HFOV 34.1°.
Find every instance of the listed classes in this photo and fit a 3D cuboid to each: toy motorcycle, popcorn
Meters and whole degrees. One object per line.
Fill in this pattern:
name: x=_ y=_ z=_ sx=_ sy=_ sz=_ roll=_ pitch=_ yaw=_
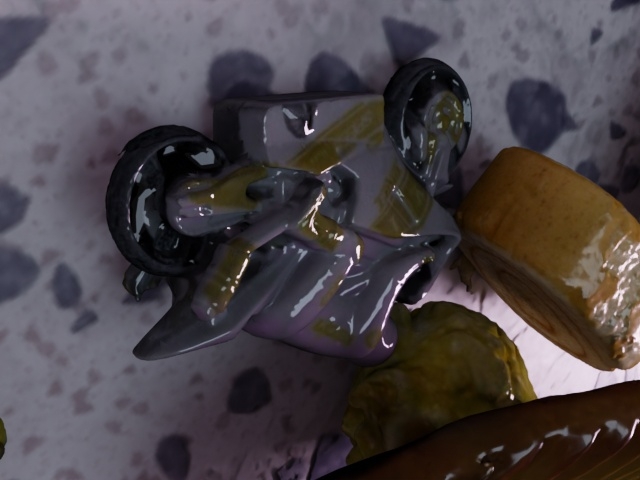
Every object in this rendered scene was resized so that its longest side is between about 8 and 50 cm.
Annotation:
toy motorcycle: x=0.000 y=0.000 z=0.511 sx=0.225 sy=0.073 sz=0.152 roll=-21 pitch=113 yaw=-38
popcorn: x=0.069 y=0.097 z=0.583 sx=0.120 sy=0.106 sz=0.116 roll=-55 pitch=139 yaw=-6

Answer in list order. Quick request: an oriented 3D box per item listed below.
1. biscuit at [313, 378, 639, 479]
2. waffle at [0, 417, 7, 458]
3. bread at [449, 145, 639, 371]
biscuit: x=0.082 y=0.158 z=0.545 sx=0.318 sy=0.040 sz=0.318 roll=-14 pitch=151 yaw=-8
waffle: x=-0.218 y=0.075 z=0.405 sx=0.169 sy=0.036 sz=0.183 roll=-32 pitch=123 yaw=-20
bread: x=0.137 y=0.018 z=0.590 sx=0.073 sy=0.122 sz=0.149 roll=-50 pitch=128 yaw=-6
